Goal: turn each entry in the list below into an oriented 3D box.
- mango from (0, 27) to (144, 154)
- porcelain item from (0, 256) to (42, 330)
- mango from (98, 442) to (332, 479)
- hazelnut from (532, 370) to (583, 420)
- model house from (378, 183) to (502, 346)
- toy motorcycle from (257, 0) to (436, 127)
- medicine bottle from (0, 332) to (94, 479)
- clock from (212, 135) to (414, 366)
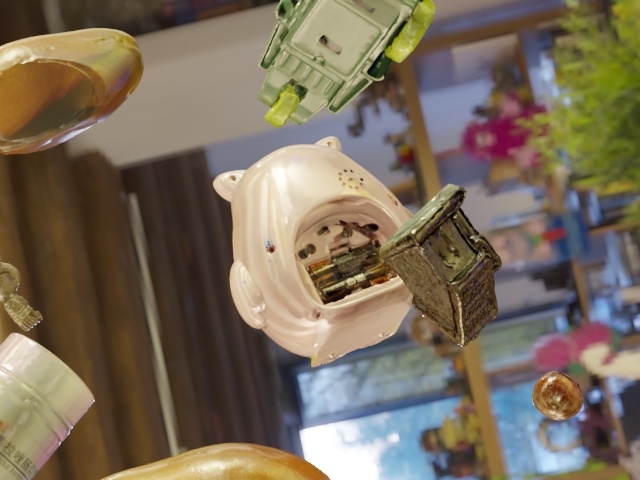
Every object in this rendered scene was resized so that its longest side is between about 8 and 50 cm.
[{"bbox_3d":[-0.334,-0.192,1.880,0.166,0.236,0.136,164,84,-82],"label":"mango"},{"bbox_3d":[-0.527,0.058,2.380,0.213,0.084,0.054,51,-169,-8],"label":"porcelain item"},{"bbox_3d":[-0.092,0.239,1.294,0.113,0.253,0.138,-83,-6,-51],"label":"mango"},{"bbox_3d":[0.397,0.261,2.503,0.086,0.086,0.086,-13,-90,-86],"label":"hazelnut"},{"bbox_3d":[0.153,0.025,1.647,0.152,0.106,0.165,54,-130,-6],"label":"model house"},{"bbox_3d":[0.022,-0.305,2.112,0.326,0.191,0.200,-48,13,47],"label":"toy motorcycle"},{"bbox_3d":[-0.433,0.261,1.969,0.152,0.254,0.152,33,159,14],"label":"medicine bottle"},{"bbox_3d":[0.000,0.000,2.652,0.376,0.368,0.250,64,160,16],"label":"clock"}]
